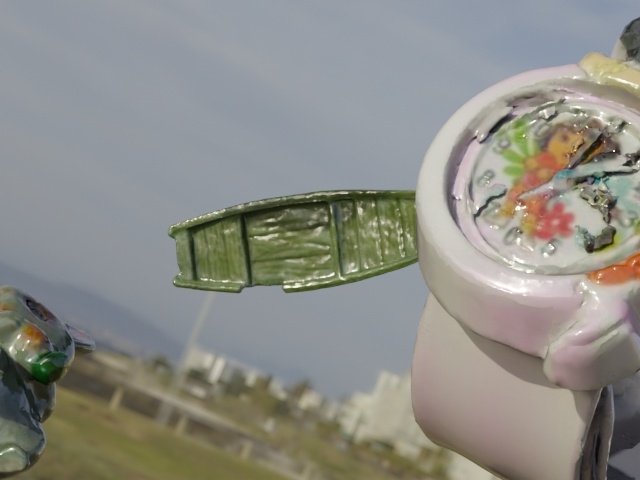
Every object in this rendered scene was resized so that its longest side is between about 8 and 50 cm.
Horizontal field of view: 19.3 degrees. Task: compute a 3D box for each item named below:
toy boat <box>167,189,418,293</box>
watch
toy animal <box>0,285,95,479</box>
[{"bbox_3d":[0.000,0.000,1.783,0.293,0.093,0.055,-8,-4,19],"label":"toy boat"},{"bbox_3d":[0.170,0.022,0.937,0.196,0.244,0.231,27,-27,31],"label":"watch"},{"bbox_3d":[-0.259,0.101,1.544,0.127,0.125,0.251,13,22,5],"label":"toy animal"}]
